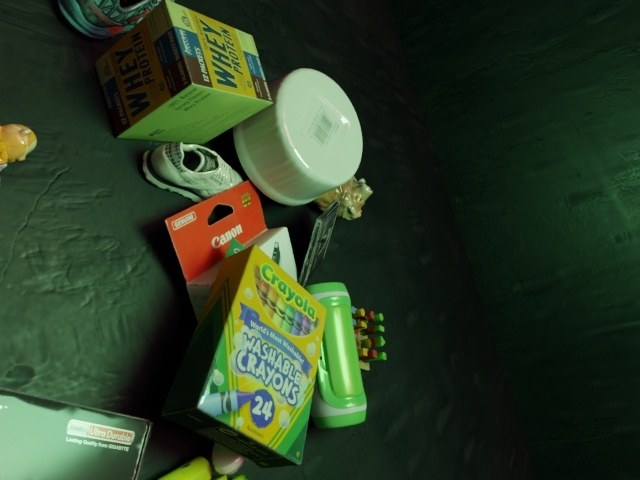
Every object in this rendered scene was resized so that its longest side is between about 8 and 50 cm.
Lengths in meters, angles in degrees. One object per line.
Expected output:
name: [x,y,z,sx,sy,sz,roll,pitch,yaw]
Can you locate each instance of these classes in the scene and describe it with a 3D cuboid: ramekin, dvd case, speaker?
ramekin: [-0.035,-0.223,0.925,0.277,0.135,0.277,12,73,-43]
dvd case: [0.000,0.000,1.026,0.221,0.018,0.165,-50,158,-68]
speaker: [0.022,0.249,0.962,0.131,0.131,0.297,17,60,-54]

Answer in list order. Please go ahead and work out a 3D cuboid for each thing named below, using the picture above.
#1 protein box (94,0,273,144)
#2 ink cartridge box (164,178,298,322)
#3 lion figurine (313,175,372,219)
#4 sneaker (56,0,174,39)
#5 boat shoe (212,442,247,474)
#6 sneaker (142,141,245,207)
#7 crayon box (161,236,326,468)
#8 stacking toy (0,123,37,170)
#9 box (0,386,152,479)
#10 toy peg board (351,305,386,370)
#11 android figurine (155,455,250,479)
protein box: [-0.233,-0.274,0.759,0.201,0.199,0.136,-15,87,-59]
ink cartridge box: [-0.147,0.027,0.824,0.275,0.060,0.239,-43,127,-57]
lion figurine: [-0.032,-0.153,1.112,0.392,0.142,0.240,-13,93,-45]
sneaker: [-0.325,-0.432,0.770,0.104,0.125,0.262,57,34,-24]
boat shoe: [-0.126,0.326,0.720,0.184,0.066,0.063,-90,164,-77]
sneaker: [-0.211,-0.124,0.819,0.235,0.094,0.090,8,65,-60]
crayon box: [-0.092,0.156,0.694,0.203,0.083,0.323,45,37,-31]
stacking toy: [-0.413,-0.075,0.446,0.166,0.175,0.302,57,20,-14]
box: [-0.337,0.298,0.409,0.295,0.073,0.294,38,46,-40]
toy peg board: [0.106,0.246,1.143,0.160,0.079,0.161,33,48,-47]
android figurine: [-0.185,0.445,0.596,0.272,0.056,0.248,4,71,-59]
